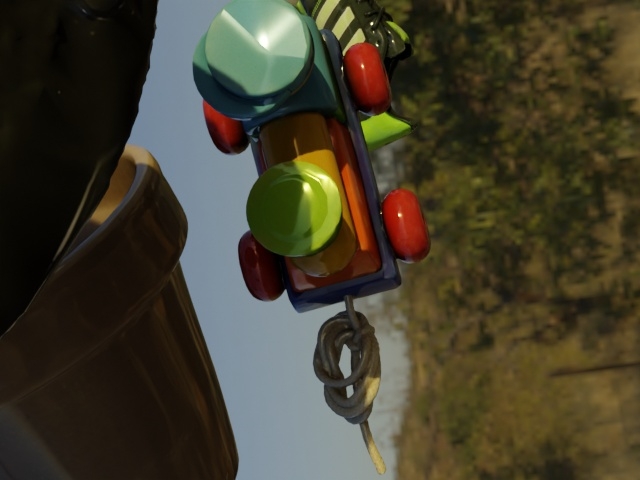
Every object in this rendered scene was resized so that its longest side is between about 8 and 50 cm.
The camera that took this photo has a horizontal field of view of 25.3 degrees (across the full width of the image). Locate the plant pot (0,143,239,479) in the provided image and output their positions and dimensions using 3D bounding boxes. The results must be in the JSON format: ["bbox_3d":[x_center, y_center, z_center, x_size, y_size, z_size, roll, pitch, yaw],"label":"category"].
[{"bbox_3d":[-0.173,0.097,0.961,0.263,0.263,0.229,-89,-26,-64],"label":"plant pot"}]

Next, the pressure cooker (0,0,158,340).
[{"bbox_3d":[-0.317,-0.120,0.545,0.420,0.375,0.369,15,126,48],"label":"pressure cooker"}]

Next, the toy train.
[{"bbox_3d":[0.000,0.000,0.740,0.143,0.105,0.248,39,-143,-78],"label":"toy train"}]

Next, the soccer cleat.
[{"bbox_3d":[0.023,-0.150,0.988,0.060,0.072,0.179,-15,-89,-69],"label":"soccer cleat"}]
